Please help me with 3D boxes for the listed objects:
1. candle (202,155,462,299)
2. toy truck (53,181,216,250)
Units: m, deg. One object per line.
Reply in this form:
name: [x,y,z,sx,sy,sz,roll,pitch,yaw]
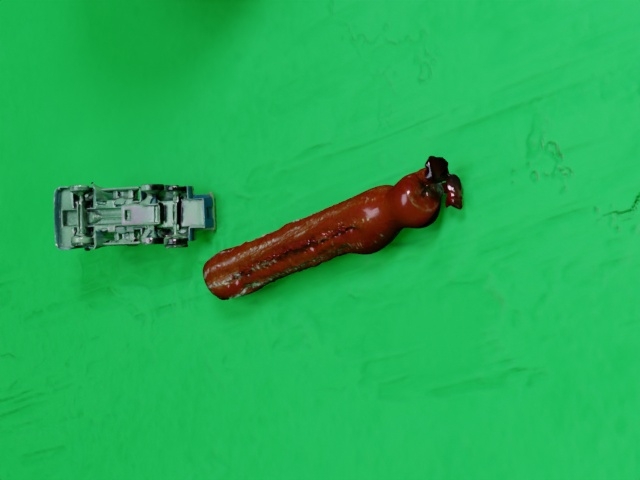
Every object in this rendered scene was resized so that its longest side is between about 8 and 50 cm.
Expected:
candle: [0.000,0.000,1.515,0.329,0.048,0.051,-23,60,48]
toy truck: [-0.170,-0.025,1.703,0.175,0.081,0.067,-2,89,30]
